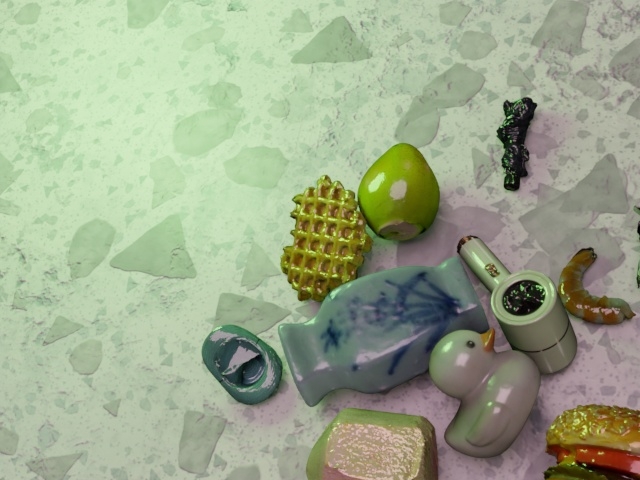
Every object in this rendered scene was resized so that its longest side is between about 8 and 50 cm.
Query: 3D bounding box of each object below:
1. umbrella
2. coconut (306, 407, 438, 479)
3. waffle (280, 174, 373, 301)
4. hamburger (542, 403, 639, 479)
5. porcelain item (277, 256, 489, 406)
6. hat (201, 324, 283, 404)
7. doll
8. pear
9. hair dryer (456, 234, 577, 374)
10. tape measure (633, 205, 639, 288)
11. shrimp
[{"bbox_3d":[0.436,-0.221,1.950,0.080,0.071,0.224,-9,65,44],"label":"umbrella"},{"bbox_3d":[0.093,0.440,1.641,0.245,0.233,0.233,-2,65,15],"label":"coconut"},{"bbox_3d":[-0.001,0.000,1.923,0.291,0.051,0.291,-9,77,40],"label":"waffle"},{"bbox_3d":[0.534,0.424,1.470,0.330,0.330,0.250,19,71,23],"label":"hamburger"},{"bbox_3d":[0.129,0.185,1.780,0.405,0.178,0.242,-22,60,1],"label":"porcelain item"},{"bbox_3d":[-0.168,0.269,1.888,0.191,0.078,0.138,43,91,9],"label":"hat"},{"bbox_3d":[0.296,0.284,1.647,0.221,0.221,0.251,31,110,26],"label":"doll"},{"bbox_3d":[0.173,-0.110,1.913,0.188,0.187,0.219,-10,62,11],"label":"pear"},{"bbox_3d":[0.376,0.094,1.767,0.128,0.203,0.362,-35,44,2],"label":"hair dryer"},{"bbox_3d":[0.731,0.007,1.733,0.196,0.105,0.178,-5,64,15],"label":"tape measure"},{"bbox_3d":[0.575,0.094,1.776,0.161,0.049,0.166,11,61,22],"label":"shrimp"}]
